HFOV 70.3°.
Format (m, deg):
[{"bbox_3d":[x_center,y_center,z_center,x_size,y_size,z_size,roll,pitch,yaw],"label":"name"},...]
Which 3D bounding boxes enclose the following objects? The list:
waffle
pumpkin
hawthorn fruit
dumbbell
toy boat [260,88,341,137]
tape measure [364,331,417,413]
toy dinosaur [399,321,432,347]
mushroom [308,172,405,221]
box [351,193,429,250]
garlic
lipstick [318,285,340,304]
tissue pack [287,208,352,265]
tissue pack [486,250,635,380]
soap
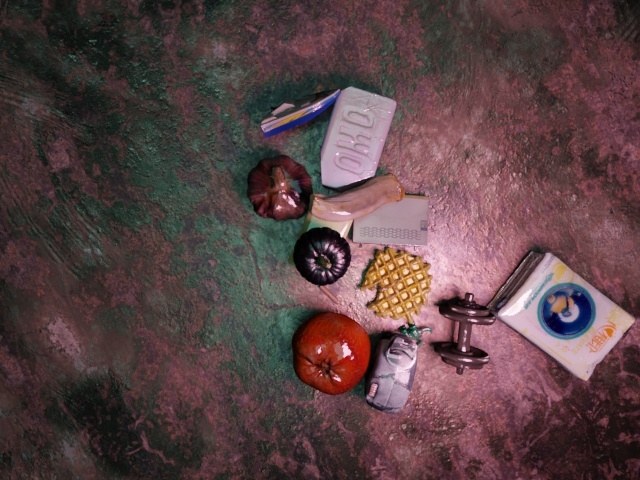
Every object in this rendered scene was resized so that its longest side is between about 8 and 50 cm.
[{"bbox_3d":[0.279,0.164,1.646,0.250,0.056,0.261,21,89,-2],"label":"waffle"},{"bbox_3d":[0.004,0.051,1.473,0.194,0.150,0.194,0,91,28],"label":"pumpkin"},{"bbox_3d":[0.049,0.379,1.559,0.275,0.299,0.275,3,95,35],"label":"hawthorn fruit"},{"bbox_3d":[0.501,0.325,1.587,0.192,0.192,0.290,6,94,-1],"label":"dumbbell"},{"bbox_3d":[-0.068,-0.455,1.557,0.295,0.129,0.088,-19,123,13],"label":"toy boat"},{"bbox_3d":[0.237,0.443,1.556,0.147,0.256,0.275,17,91,6],"label":"tape measure"},{"bbox_3d":[0.343,0.347,1.658,0.132,0.059,0.096,-25,101,9],"label":"toy dinosaur"},{"bbox_3d":[0.125,-0.138,1.525,0.351,0.095,0.123,-17,85,-24],"label":"mushroom"},{"bbox_3d":[0.250,-0.070,1.634,0.270,0.045,0.211,2,85,-1],"label":"box"},{"bbox_3d":[-0.142,-0.178,1.575,0.245,0.160,0.245,0,93,-1],"label":"garlic"},{"bbox_3d":[0.033,0.196,1.662,0.094,0.019,0.019,44,91,-3],"label":"lipstick"},{"bbox_3d":[0.000,0.000,1.600,0.159,0.125,0.234,22,92,-3],"label":"tissue pack"},{"bbox_3d":[0.836,0.258,1.603,0.388,0.162,0.287,37,95,-2],"label":"tissue pack"},{"bbox_3d":[0.113,-0.339,1.594,0.208,0.115,0.347,18,92,-1],"label":"soap"}]
